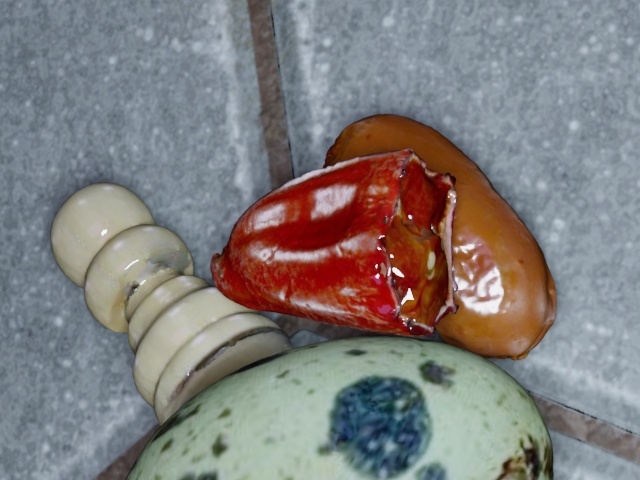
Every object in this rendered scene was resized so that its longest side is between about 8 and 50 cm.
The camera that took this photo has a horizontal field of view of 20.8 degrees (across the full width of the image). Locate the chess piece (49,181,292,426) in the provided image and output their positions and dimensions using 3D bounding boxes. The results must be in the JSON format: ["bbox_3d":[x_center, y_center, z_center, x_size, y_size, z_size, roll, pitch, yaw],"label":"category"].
[{"bbox_3d":[-0.152,0.048,1.609,0.143,0.143,0.261,-45,61,7],"label":"chess piece"}]

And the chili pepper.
[{"bbox_3d":[0.000,0.000,1.454,0.252,0.136,0.144,1,119,42],"label":"chili pepper"}]

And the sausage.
[{"bbox_3d":[0.104,-0.007,1.518,0.133,0.133,0.258,-43,66,8],"label":"sausage"}]

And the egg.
[{"bbox_3d":[0.007,0.225,1.416,0.379,0.287,0.287,-33,69,14],"label":"egg"}]
